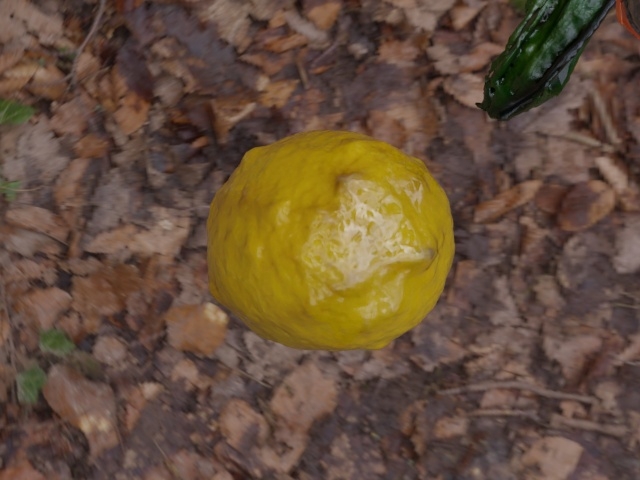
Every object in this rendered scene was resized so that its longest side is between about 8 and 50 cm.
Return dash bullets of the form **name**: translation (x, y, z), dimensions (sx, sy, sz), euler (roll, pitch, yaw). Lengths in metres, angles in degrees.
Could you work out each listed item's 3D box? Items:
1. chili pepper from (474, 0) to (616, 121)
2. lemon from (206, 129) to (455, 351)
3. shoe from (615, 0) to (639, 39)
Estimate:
- **chili pepper**: translation (0.130, -0.216, 0.787), dimensions (0.122, 0.065, 0.278), euler (-10, 87, 9)
- **lemon**: translation (0.000, 0.000, 0.669), dimensions (0.114, 0.155, 0.114), euler (-3, 94, -41)
- **shoe**: translation (0.194, -0.135, 0.510), dimensions (0.194, 0.077, 0.074), euler (-35, 95, -11)
